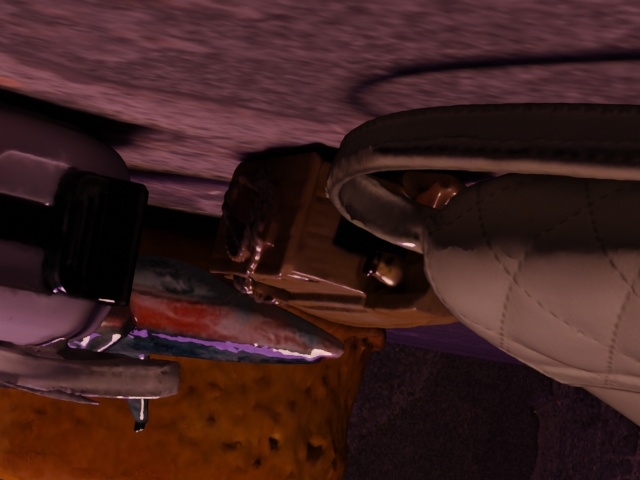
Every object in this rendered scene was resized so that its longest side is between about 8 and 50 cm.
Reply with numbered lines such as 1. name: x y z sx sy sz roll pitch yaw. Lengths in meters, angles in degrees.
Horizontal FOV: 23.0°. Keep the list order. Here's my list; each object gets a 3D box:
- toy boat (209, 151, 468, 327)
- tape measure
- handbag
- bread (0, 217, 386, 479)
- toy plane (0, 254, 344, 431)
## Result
1. toy boat: 0.000 0.000 0.601 0.077 0.057 0.200 16 175 -17
2. tape measure: -0.157 -0.003 0.594 0.178 0.105 0.196 13 173 -39
3. handbag: 0.126 0.010 0.403 0.219 0.079 0.256 26 167 -32
4. bread: -0.071 0.091 0.990 0.179 0.194 0.340 9 171 32
5. toy plane: -0.145 0.033 0.739 0.326 0.104 0.223 15 -151 14
